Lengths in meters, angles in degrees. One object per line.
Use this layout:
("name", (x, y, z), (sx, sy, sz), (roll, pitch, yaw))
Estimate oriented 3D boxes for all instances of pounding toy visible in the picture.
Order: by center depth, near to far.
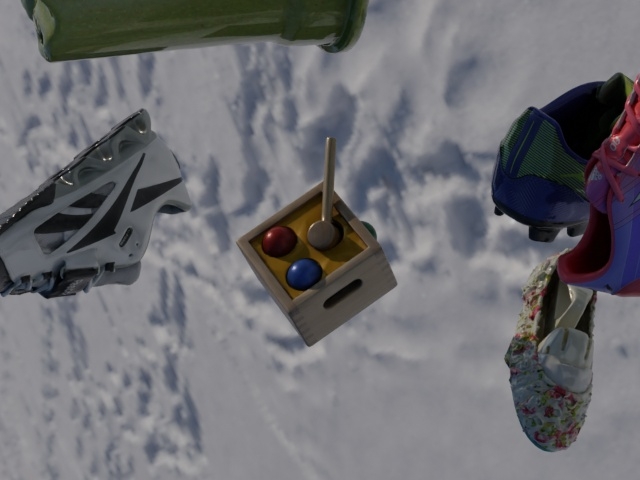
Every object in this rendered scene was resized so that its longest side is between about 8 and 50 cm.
("pounding toy", (0.000, 0.000, 1.274), (0.130, 0.141, 0.100), (51, 173, 36))

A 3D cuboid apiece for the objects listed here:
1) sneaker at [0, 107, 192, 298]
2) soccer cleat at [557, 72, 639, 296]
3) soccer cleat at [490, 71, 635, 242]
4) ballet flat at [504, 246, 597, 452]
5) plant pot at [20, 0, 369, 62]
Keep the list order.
("sneaker", (-0.260, 0.008, 1.340), (0.146, 0.330, 0.122), (56, 151, -13))
("soccer cleat", (0.228, -0.065, 0.878), (0.083, 0.095, 0.248), (-105, 16, -54))
("soccer cleat", (0.255, -0.083, 1.051), (0.093, 0.289, 0.121), (38, 130, 36))
("ballet flat", (0.231, 0.093, 1.250), (0.241, 0.091, 0.077), (-79, 15, -48))
("plant pot", (-0.128, -0.262, 1.063), (0.276, 0.254, 0.276), (165, 90, -76))
